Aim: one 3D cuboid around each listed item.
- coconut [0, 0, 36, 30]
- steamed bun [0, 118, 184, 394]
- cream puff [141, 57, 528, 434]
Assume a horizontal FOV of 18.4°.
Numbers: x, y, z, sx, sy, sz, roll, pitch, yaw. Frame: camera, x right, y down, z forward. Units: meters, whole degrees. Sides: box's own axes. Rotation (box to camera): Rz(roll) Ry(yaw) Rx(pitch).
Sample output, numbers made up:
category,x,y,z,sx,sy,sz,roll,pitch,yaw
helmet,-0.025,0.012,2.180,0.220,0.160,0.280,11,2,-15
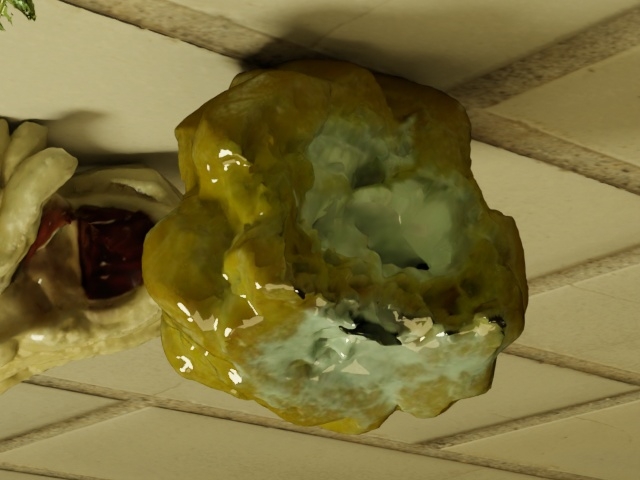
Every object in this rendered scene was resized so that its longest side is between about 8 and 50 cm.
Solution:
category,x,y,z,sx,sy,sz,roll,pitch,yaw
coconut,-0.266,-0.180,1.386,0.133,0.055,0.158,-1,164,-3
steamed bun,-0.315,0.018,1.758,0.428,0.247,0.189,-19,173,4
cream puff,0.003,0.005,1.618,0.323,0.270,0.274,18,138,-25
